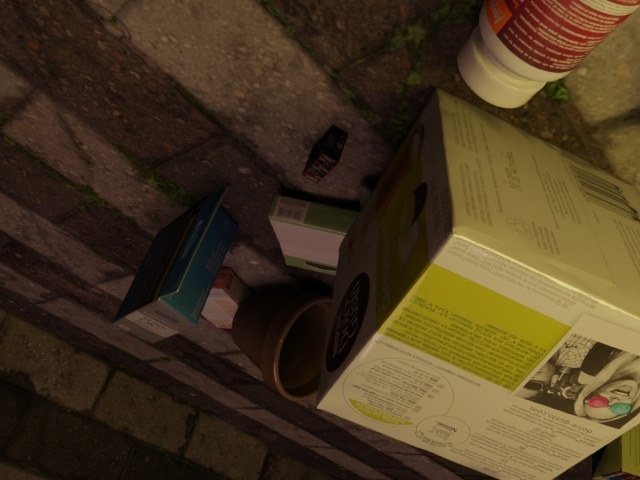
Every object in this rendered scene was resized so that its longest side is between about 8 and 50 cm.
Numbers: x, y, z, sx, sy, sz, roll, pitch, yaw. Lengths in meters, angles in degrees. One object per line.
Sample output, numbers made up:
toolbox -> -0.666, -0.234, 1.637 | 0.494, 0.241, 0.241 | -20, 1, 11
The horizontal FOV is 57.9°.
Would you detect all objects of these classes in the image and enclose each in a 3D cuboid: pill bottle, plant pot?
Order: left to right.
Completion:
plant pot -> -0.092, 0.231, 1.430 | 0.229, 0.263, 0.263 | 17, 156, 41
pill bottle -> 0.238, -0.240, 0.580 | 0.121, 0.121, 0.221 | 24, 149, -10

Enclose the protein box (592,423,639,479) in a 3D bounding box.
protein box -> 0.791, 0.499, 1.402 | 0.201, 0.200, 0.136 | 16, 150, 2

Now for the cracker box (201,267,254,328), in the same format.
cracker box -> -0.259, 0.157, 1.530 | 0.155, 0.067, 0.232 | 0, 146, 26

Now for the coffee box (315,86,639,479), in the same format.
coffee box -> 0.223, 0.067, 0.786 | 0.338, 0.338, 0.334 | 23, 128, -10

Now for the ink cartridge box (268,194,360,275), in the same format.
ink cartridge box -> 0.000, 0.000, 1.156 | 0.171, 0.056, 0.235 | 12, 159, 11

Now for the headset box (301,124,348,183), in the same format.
headset box -> 0.005, -0.135, 0.927 | 0.032, 0.062, 0.083 | 29, 148, -17

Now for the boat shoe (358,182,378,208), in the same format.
boat shoe -> 0.156, 0.006, 1.052 | 0.091, 0.114, 0.302 | -28, 128, 0

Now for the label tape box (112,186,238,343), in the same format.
label tape box -> -0.281, 0.061, 1.206 | 0.115, 0.249, 0.347 | 35, 146, -25
